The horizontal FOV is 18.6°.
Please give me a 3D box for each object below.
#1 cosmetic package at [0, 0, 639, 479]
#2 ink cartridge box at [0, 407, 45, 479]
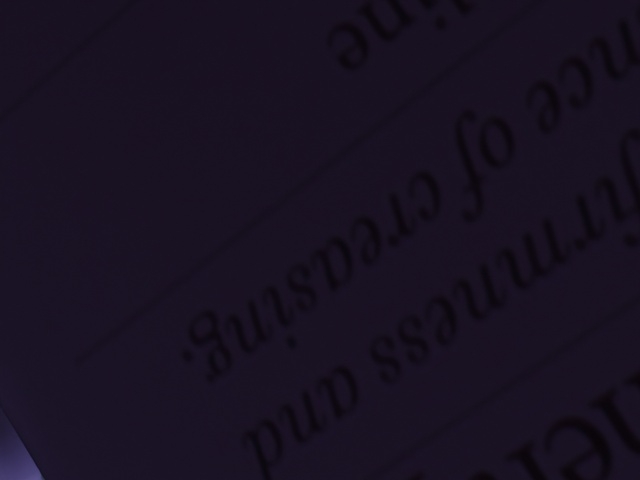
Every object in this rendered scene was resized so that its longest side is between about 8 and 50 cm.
[{"bbox_3d":[0.173,0.002,0.430,0.329,0.393,0.327,-37,170,28],"label":"cosmetic package"},{"bbox_3d":[-0.261,0.092,0.905,0.212,0.154,0.093,-25,176,7],"label":"ink cartridge box"}]
